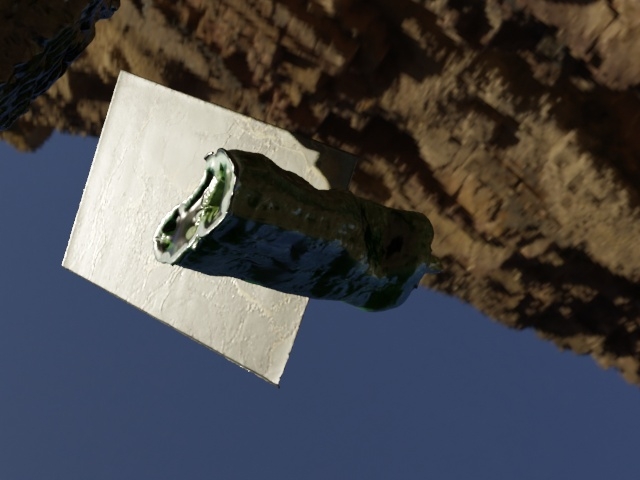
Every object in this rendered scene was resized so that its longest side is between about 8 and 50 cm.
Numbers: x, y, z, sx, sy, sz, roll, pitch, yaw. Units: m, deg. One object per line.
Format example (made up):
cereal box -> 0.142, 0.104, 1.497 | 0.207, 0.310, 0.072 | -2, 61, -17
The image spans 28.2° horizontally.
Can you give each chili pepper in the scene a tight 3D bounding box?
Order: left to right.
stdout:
chili pepper -> 0.000, 0.000, 1.141 | 0.270, 0.136, 0.099 | 11, -146, -35

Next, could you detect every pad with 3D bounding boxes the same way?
pad -> -0.134, -0.026, 1.367 | 0.367, 0.007, 0.247 | 24, -80, 37

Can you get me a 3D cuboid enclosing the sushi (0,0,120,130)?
sushi -> -0.384, -0.250, 1.254 | 0.294, 0.178, 0.352 | 44, -112, -3
